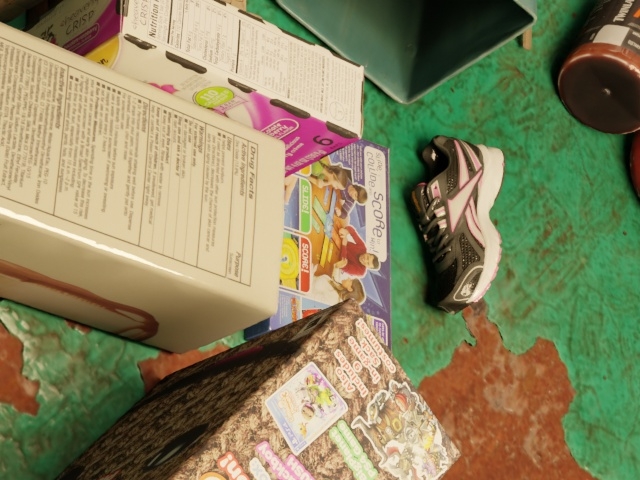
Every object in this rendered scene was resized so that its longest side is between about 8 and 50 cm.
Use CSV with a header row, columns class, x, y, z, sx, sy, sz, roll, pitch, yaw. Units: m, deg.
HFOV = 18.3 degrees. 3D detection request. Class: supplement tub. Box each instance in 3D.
class,x,y,z,sx,sy,sz,roll,pitch,yaw
supplement tub,0.316,-0.203,1.991,0.106,0.106,0.198,48,47,-18

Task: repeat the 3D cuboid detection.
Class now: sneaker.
class,x,y,z,sx,sy,sz,roll,pitch,yaw
sneaker,0.111,-0.017,1.762,0.077,0.072,0.178,22,50,-21

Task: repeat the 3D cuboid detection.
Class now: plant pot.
class,x,y,z,sx,sy,sz,roll,pitch,yaw
plant pot,0.089,-0.282,1.781,0.165,0.166,0.234,37,42,-26

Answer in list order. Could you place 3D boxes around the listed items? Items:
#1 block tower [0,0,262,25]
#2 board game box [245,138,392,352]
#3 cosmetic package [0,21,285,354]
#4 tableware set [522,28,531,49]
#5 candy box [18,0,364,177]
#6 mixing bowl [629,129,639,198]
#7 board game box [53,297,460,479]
class,x,y,z,sx,sy,sz,roll,pitch,yaw
block tower,-0.201,-0.216,1.524,0.335,0.091,0.097,17,63,-38
board game box,0.000,0.000,1.662,0.136,0.035,0.201,19,61,-37
cosmetic package,-0.179,-0.035,1.444,0.296,0.129,0.153,22,58,-35
tableware set,0.163,-0.288,1.930,0.128,0.039,0.194,29,60,-50
candy box,-0.103,-0.117,1.526,0.233,0.159,0.071,22,58,-35
mixing bowl,0.375,-0.076,1.991,0.181,0.098,0.181,19,64,-45
board game box,-0.086,0.199,1.361,0.141,0.232,0.291,56,45,-9
